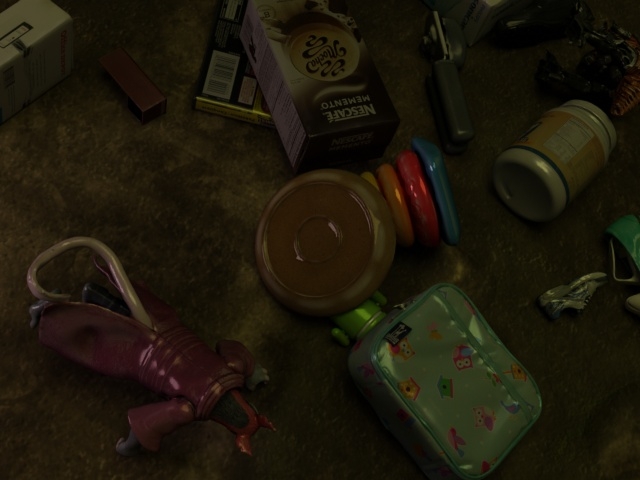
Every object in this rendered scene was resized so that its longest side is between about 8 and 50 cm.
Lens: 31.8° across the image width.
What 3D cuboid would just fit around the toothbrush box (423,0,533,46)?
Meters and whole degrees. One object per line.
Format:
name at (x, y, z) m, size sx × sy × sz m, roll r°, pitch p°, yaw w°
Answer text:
toothbrush box at (0.276, -0.549, 2.152) m, size 0.216 × 0.126 × 0.295 m, roll -36°, pitch 75°, yaw -29°

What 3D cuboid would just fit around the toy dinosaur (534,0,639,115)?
toy dinosaur at (0.533, -0.325, 2.053) m, size 0.218 × 0.164 × 0.322 m, roll 22°, pitch 14°, yaw -6°

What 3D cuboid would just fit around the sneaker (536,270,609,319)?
sneaker at (0.428, 0.096, 1.886) m, size 0.135 × 0.052 × 0.058 m, roll -21°, pitch 79°, yaw -15°

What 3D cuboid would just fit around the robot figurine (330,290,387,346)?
robot figurine at (0.059, 0.118, 1.766) m, size 0.115 × 0.067 × 0.101 m, roll 43°, pitch 88°, yaw 11°

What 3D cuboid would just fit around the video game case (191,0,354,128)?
video game case at (-0.079, -0.318, 1.992) m, size 0.248 × 0.035 × 0.275 m, roll 14°, pitch 59°, yaw -6°

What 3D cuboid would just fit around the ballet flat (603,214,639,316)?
ballet flat at (0.547, 0.074, 1.914) m, size 0.087 × 0.083 × 0.247 m, roll -20°, pitch 66°, yaw 3°

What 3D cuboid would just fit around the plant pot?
plant pot at (0.000, 0.000, 1.749) m, size 0.236 × 0.032 × 0.236 m, roll -4°, pitch 79°, yaw 21°

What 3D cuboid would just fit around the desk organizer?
desk organizer at (-0.318, -0.261, 1.895) m, size 0.050 × 0.047 × 0.130 m, roll -35°, pitch 74°, yaw -25°

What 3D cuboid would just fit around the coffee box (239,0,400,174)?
coffee box at (-0.005, -0.275, 1.894) m, size 0.168 × 0.119 × 0.297 m, roll -13°, pitch 65°, yaw -21°

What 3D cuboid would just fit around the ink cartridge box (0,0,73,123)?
ink cartridge box at (-0.499, -0.283, 1.803) m, size 0.086 × 0.148 × 0.203 m, roll 39°, pitch 59°, yaw 11°

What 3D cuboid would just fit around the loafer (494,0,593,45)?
loafer at (0.419, -0.426, 2.151) m, size 0.223 × 0.076 × 0.078 m, roll -15°, pitch 67°, yaw -27°

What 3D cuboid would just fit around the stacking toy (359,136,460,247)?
stacking toy at (0.064, -0.040, 1.817) m, size 0.302 × 0.175 × 0.165 m, roll -17°, pitch 110°, yaw -1°

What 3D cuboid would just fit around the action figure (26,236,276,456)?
action figure at (-0.205, 0.155, 1.578) m, size 0.370 × 0.275 × 0.248 m, roll 31°, pitch 52°, yaw 21°

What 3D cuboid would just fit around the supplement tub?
supplement tub at (0.407, -0.141, 1.949) m, size 0.144 × 0.144 × 0.200 m, roll 43°, pitch 60°, yaw 11°

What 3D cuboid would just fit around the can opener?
can opener at (0.243, -0.292, 2.032) m, size 0.095 × 0.076 × 0.283 m, roll -4°, pitch 64°, yaw -15°

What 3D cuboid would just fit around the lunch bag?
lunch bag at (0.191, 0.208, 1.695) m, size 0.224 × 0.108 × 0.279 m, roll -38°, pitch 92°, yaw -29°
